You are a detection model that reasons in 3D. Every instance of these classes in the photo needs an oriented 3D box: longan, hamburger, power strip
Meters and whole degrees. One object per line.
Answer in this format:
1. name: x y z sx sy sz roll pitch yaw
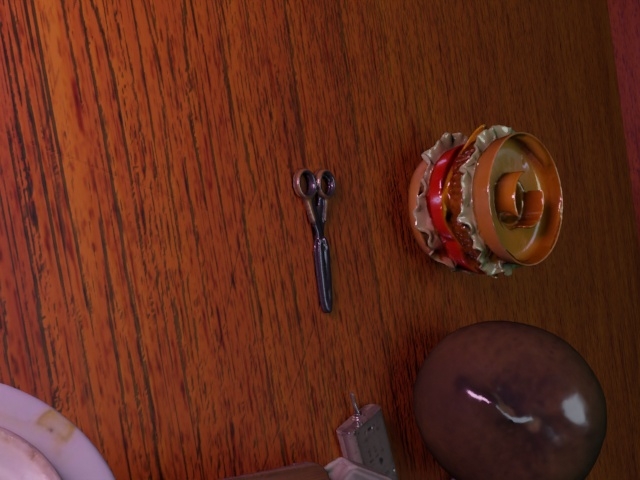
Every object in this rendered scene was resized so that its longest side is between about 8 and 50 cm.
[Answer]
1. longan: 0.314 0.283 1.090 0.319 0.318 0.319 9 79 -49
2. hamburger: 0.280 -0.066 1.158 0.274 0.212 0.275 3 86 -42
3. power strip: 0.081 0.359 1.005 0.092 0.034 0.268 -25 105 -48

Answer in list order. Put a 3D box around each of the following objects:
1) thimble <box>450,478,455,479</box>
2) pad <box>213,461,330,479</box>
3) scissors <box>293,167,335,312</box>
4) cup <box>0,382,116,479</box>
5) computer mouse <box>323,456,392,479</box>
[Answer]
1. thimble: 0.301 0.511 1.182 0.127 0.117 0.151 5 80 -50
2. pad: -0.057 0.371 0.614 0.286 0.018 0.284 16 62 -54
3. scissors: 0.000 0.000 0.972 0.088 0.017 0.220 -5 89 -51
4. cup: -0.259 0.220 0.396 0.347 0.163 0.347 24 39 -21
5. computer mouse: -0.040 0.445 0.759 0.228 0.145 0.429 58 43 -14
